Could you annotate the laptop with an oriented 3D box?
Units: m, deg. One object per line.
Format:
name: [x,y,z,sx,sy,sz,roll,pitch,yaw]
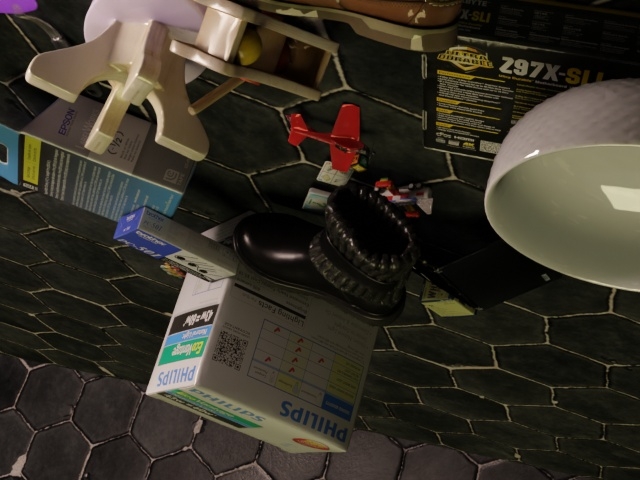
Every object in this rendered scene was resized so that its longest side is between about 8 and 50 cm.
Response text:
laptop: [0.249,0.021,1.651,0.264,0.137,0.234,32,176,36]

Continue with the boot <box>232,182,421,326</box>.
boot: [0.003,-0.003,1.566,0.347,0.131,0.260,21,156,13]

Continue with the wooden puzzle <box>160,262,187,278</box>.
wooden puzzle: [-0.343,0.072,2.212,0.049,0.006,0.083,3,154,29]

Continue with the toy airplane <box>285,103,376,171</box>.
toy airplane: [0.012,-0.155,1.401,0.151,0.028,0.151,18,144,14]

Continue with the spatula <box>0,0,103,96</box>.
spatula: [-0.396,-0.302,1.362,0.084,0.030,0.296,3,153,25]

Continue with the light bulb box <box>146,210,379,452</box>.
light bulb box: [-0.097,0.192,1.863,0.357,0.361,0.225,28,154,-25]

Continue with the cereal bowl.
cereal bowl: [0.357,-0.072,1.040,0.338,0.141,0.339,14,157,6]

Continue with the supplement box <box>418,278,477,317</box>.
supplement box: [0.251,0.107,1.823,0.083,0.056,0.083,-9,146,46]

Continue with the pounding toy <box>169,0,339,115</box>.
pounding toy: [-0.080,-0.203,1.160,0.154,0.155,0.269,24,-169,13]

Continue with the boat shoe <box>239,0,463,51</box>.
boat shoe: [0.017,-0.297,1.024,0.307,0.111,0.105,19,125,21]

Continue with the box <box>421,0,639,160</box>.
box: [0.283,-0.177,1.131,0.321,0.079,0.257,11,155,12]

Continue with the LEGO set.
LEGO set: [0.076,-0.064,1.557,0.182,0.060,0.244,15,157,-7]

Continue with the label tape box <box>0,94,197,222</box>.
label tape box: [-0.400,-0.143,1.626,0.347,0.115,0.249,23,157,-10]

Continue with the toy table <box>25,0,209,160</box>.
toy table: [-0.249,-0.226,1.273,0.252,0.161,0.274,20,156,-9]

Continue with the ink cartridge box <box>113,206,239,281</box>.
ink cartridge box: [-0.254,0.010,1.684,0.207,0.046,0.097,28,153,-31]
